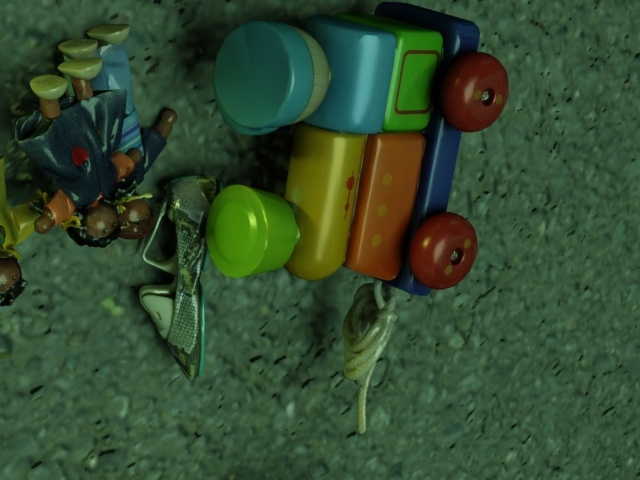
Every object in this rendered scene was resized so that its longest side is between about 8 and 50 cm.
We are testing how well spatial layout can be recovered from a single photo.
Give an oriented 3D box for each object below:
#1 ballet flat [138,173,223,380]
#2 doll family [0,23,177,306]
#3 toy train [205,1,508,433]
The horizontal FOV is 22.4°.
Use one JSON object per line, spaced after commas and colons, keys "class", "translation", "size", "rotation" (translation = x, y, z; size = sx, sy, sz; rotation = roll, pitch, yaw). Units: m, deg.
{"class": "ballet flat", "translation": [-0.077, 0.019, 0.857], "size": [0.041, 0.041, 0.114], "rotation": [-5, 111, -36]}
{"class": "doll family", "translation": [-0.134, -0.025, 0.767], "size": [0.193, 0.076, 0.111], "rotation": [-28, 118, -30]}
{"class": "toy train", "translation": [0.000, 0.000, 0.848], "size": [0.143, 0.105, 0.248], "rotation": [-5, 111, -44]}
